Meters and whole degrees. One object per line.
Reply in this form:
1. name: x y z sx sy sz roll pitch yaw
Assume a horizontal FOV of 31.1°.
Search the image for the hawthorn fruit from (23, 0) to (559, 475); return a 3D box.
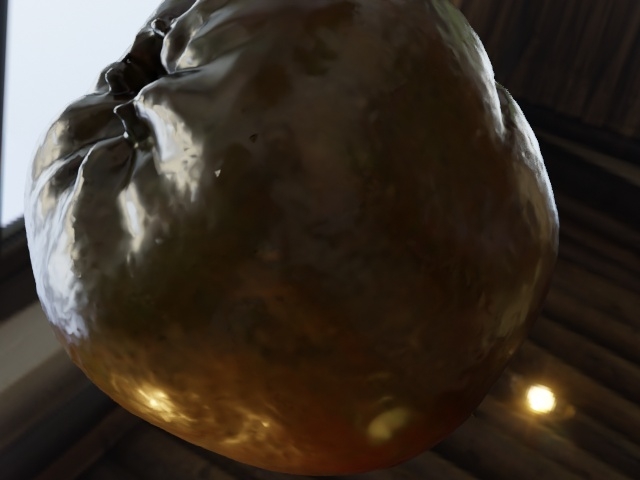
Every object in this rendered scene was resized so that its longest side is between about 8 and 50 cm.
1. hawthorn fruit: 0.000 0.000 0.632 0.301 0.268 0.267 47 -166 -31
